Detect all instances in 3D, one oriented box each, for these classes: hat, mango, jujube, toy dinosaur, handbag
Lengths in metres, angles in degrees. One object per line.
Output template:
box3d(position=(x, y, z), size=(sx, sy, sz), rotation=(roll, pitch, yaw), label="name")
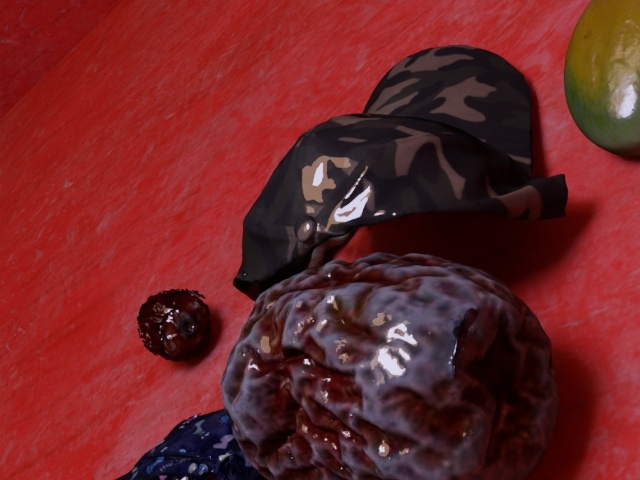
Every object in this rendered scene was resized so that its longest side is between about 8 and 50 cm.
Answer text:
box3d(position=(0.059, -0.102, 1.147), size=(0.366, 0.257, 0.381), rotation=(-21, 50, 26), label="hat")
box3d(position=(0.290, -0.162, 1.043), size=(0.130, 0.092, 0.194), rotation=(-30, 44, 35), label="mango")
box3d(position=(0.053, 0.121, 0.943), size=(0.317, 0.226, 0.226), rotation=(-15, 47, 56), label="jujube")
box3d(position=(0.000, 0.001, 1.373), size=(0.212, 0.057, 0.142), rotation=(-59, 10, -33), label="toy dinosaur")
box3d(position=(-0.140, 0.258, 1.184), size=(0.162, 0.113, 0.260), rotation=(-31, 6, -42), label="handbag")
box3d(position=(-0.203, 0.117, 1.511), size=(0.104, 0.104, 0.166), rotation=(-62, 15, -15), label="jujube")
